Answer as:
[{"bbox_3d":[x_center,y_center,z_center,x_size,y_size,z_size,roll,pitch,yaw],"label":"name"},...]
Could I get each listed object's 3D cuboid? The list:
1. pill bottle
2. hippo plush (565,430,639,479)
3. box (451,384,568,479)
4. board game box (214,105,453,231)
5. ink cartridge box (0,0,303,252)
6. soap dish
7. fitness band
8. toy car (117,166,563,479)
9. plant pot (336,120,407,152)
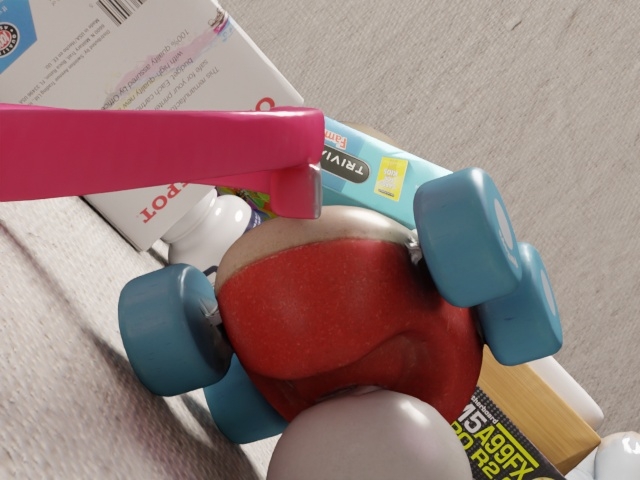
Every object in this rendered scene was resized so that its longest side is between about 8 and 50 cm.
[{"bbox_3d":[-0.083,0.017,1.424,0.169,0.094,0.094,47,1,-24],"label":"pill bottle"},{"bbox_3d":[0.234,0.313,1.753,0.236,0.234,0.294,29,46,-8],"label":"hippo plush"},{"bbox_3d":[0.113,0.199,1.306,0.216,0.060,0.270,46,-18,14],"label":"box"},{"bbox_3d":[-0.028,-0.057,1.641,0.336,0.079,0.254,24,-20,3],"label":"board game box"},{"bbox_3d":[-0.192,-0.171,1.318,0.270,0.198,0.197,47,0,-31],"label":"ink cartridge box"},{"bbox_3d":[0.134,0.144,1.536,0.291,0.118,0.229,45,-19,12],"label":"soap dish"},{"bbox_3d":[-0.103,-0.048,0.781,0.209,0.054,0.291,3,5,-3],"label":"fitness band"},{"bbox_3d":[0.030,0.117,0.848,0.210,0.219,0.238,47,30,-59],"label":"toy car"},{"bbox_3d":[0.000,0.000,2.069,0.284,0.284,0.191,47,37,4],"label":"plant pot"}]
